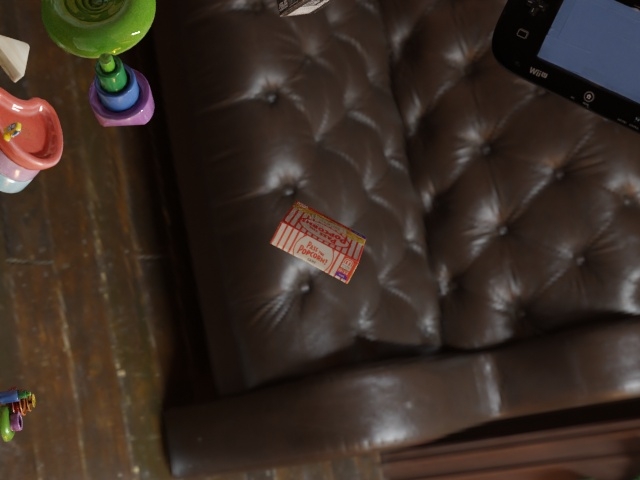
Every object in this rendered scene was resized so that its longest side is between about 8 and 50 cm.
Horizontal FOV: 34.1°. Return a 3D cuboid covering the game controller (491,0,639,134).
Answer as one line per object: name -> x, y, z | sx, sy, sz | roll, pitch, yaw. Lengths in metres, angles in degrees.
game controller -> 0.367, -0.237, 1.287 | 0.166, 0.319, 0.067 | -61, 152, 7

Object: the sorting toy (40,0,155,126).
sorting toy -> -0.254, -0.301, 1.119 | 0.126, 0.127, 0.365 | 92, -17, -69

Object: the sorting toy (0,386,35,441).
sorting toy -> -0.433, 0.241, 1.496 | 0.102, 0.042, 0.061 | -106, -172, -64

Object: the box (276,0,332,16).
box -> -0.006, -0.543, 1.797 | 0.076, 0.307, 0.242 | -12, 92, -25

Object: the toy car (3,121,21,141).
toy car -> -0.453, -0.137, 1.441 | 0.060, 0.040, 0.122 | 44, 36, -34

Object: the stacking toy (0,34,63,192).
stacking toy -> -0.568, -0.215, 1.623 | 0.309, 0.130, 0.279 | 22, 43, -53

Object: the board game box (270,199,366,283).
board game box -> 0.000, 0.000, 1.800 | 0.147, 0.045, 0.193 | 28, 15, -1
